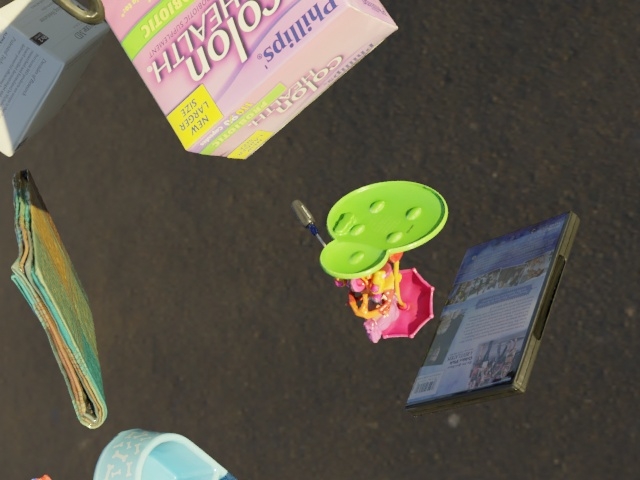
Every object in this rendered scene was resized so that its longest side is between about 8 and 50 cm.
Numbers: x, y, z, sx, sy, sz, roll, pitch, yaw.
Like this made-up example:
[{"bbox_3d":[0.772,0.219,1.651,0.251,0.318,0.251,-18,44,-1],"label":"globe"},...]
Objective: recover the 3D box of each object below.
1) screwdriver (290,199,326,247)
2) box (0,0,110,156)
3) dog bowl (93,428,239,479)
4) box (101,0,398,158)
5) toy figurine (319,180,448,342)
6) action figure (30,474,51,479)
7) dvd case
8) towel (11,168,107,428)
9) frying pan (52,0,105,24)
[{"bbox_3d":[0.000,0.000,1.714,0.024,0.025,0.170,-44,59,18],"label":"screwdriver"},{"bbox_3d":[-0.414,-0.246,1.543,0.182,0.119,0.181,-50,9,28],"label":"box"},{"bbox_3d":[-0.183,0.377,1.519,0.074,0.297,0.166,-17,40,36],"label":"dog bowl"},{"bbox_3d":[-0.088,-0.241,1.069,0.213,0.117,0.243,-38,75,21],"label":"box"},{"bbox_3d":[0.072,0.048,1.185,0.130,0.173,0.159,11,130,28],"label":"toy figurine"},{"bbox_3d":[-0.368,0.311,1.324,0.038,0.115,0.030,-39,75,14],"label":"action figure"},{"bbox_3d":[0.203,0.086,1.281,0.180,0.022,0.253,-23,33,49],"label":"dvd case"},{"bbox_3d":[-0.380,0.073,1.566,0.370,0.040,0.271,-124,14,-62],"label":"towel"},{"bbox_3d":[-0.268,-0.292,0.722,0.053,0.326,0.197,36,107,56],"label":"frying pan"}]
